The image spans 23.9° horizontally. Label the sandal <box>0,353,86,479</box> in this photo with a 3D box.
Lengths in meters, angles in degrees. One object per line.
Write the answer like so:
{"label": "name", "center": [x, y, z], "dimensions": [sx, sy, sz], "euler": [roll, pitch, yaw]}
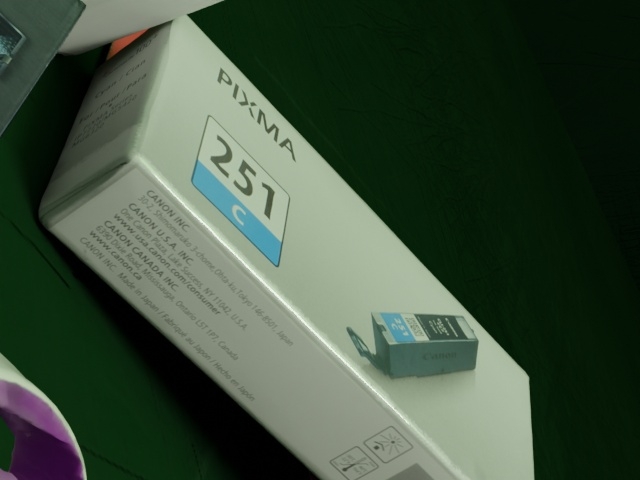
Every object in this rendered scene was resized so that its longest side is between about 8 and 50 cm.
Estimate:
{"label": "sandal", "center": [-0.105, 0.088, 0.410], "dimensions": [0.416, 0.102, 0.169], "euler": [60, 18, -30]}

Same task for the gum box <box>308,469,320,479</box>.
{"label": "gum box", "center": [0.047, 0.181, 0.880], "dimensions": [0.107, 0.062, 0.188], "euler": [43, 32, -58]}

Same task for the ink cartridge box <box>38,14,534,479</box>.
{"label": "ink cartridge box", "center": [0.000, 0.000, 0.801], "dimensions": [0.296, 0.066, 0.261], "euler": [46, 26, -24]}

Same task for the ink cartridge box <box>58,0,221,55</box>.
{"label": "ink cartridge box", "center": [-0.102, -0.218, 0.643], "dimensions": [0.168, 0.171, 0.233], "euler": [0, 73, -73]}

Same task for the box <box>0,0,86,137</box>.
{"label": "box", "center": [-0.172, -0.079, 0.323], "dimensions": [0.232, 0.059, 0.183], "euler": [42, 26, -17]}
